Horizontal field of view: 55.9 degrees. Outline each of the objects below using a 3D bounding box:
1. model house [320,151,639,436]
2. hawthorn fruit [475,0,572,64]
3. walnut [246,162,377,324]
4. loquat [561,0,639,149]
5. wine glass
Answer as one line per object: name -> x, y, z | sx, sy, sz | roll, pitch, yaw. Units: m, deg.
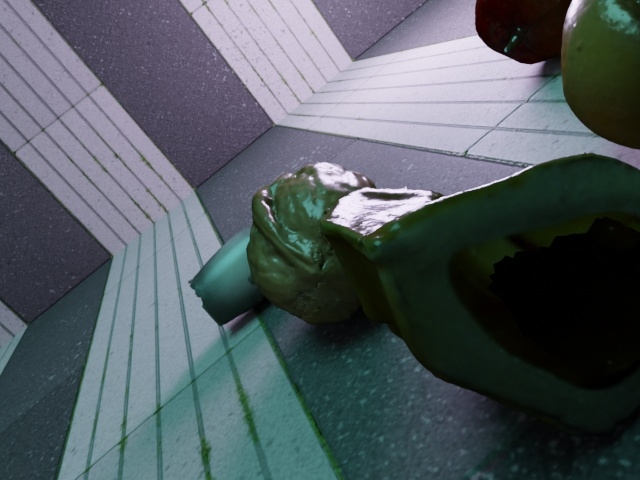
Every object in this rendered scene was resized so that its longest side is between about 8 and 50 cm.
model house -> 0.127, 0.014, 0.464 | 0.173, 0.268, 0.239 | -60, 19, 1
hawthorn fruit -> 0.351, -0.386, 0.973 | 0.215, 0.215, 0.249 | -12, 46, 52
walnut -> 0.000, 0.000, 0.750 | 0.198, 0.198, 0.245 | -36, 16, 8
loquat -> 0.332, -0.190, 0.572 | 0.213, 0.213, 0.213 | -34, 20, 14
wine glass -> -0.108, 0.039, 0.964 | 0.204, 0.111, 0.111 | -39, 19, -7
